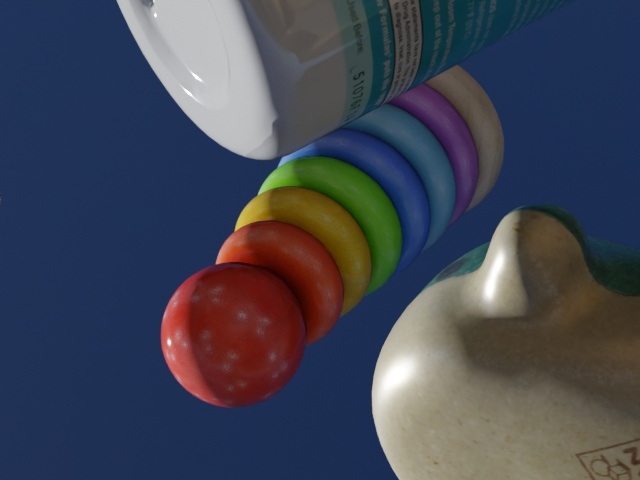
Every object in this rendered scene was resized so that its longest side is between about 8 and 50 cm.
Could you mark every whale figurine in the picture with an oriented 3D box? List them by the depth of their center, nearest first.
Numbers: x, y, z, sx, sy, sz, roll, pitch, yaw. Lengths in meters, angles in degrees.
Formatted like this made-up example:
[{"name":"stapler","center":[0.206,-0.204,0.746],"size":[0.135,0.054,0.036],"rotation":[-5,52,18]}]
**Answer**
[{"name":"whale figurine","center":[0.153,0.059,0.745],"size":[0.216,0.272,0.141],"rotation":[53,-133,-14]}]

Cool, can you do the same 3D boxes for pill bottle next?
[{"name":"pill bottle","center":[0.050,-0.150,0.699],"size":[0.264,0.146,0.146],"rotation":[-29,-108,-19]}]

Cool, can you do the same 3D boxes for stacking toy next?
[{"name":"stacking toy","center":[0.000,0.000,1.147],"size":[0.141,0.141,0.330],"rotation":[36,-136,5]}]
